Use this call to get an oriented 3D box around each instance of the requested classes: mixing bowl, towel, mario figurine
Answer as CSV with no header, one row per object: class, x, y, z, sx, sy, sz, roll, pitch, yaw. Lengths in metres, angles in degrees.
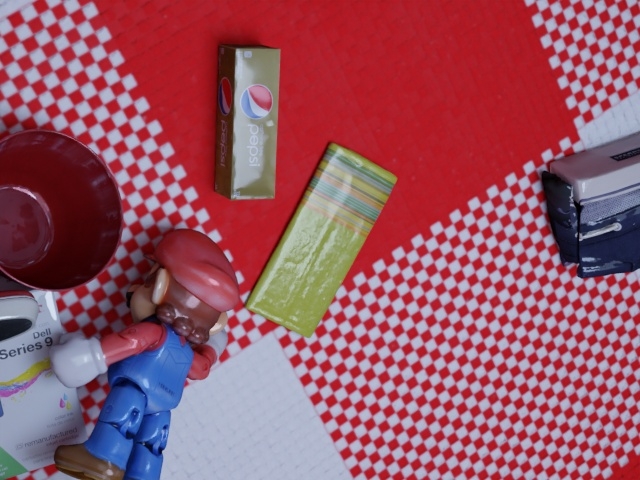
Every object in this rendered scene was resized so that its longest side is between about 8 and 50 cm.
mixing bowl,-0.321,-0.024,1.480,0.181,0.098,0.181,11,71,-36
towel,0.000,0.000,1.689,0.102,0.021,0.237,28,91,-21
mario figurine,-0.207,0.133,1.552,0.170,0.198,0.320,20,71,3

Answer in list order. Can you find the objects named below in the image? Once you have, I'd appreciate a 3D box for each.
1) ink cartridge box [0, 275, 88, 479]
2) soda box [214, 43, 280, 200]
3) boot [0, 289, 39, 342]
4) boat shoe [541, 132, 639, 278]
ink cartridge box,-0.364,0.156,1.524,0.154,0.093,0.212,-15,106,-19
soda box,-0.088,-0.141,1.591,0.058,0.061,0.181,-4,104,-24
boot,-0.425,0.031,1.415,0.244,0.088,0.176,-5,64,-8
boat shoe,0.463,-0.060,1.833,0.341,0.127,0.158,-15,114,-12
